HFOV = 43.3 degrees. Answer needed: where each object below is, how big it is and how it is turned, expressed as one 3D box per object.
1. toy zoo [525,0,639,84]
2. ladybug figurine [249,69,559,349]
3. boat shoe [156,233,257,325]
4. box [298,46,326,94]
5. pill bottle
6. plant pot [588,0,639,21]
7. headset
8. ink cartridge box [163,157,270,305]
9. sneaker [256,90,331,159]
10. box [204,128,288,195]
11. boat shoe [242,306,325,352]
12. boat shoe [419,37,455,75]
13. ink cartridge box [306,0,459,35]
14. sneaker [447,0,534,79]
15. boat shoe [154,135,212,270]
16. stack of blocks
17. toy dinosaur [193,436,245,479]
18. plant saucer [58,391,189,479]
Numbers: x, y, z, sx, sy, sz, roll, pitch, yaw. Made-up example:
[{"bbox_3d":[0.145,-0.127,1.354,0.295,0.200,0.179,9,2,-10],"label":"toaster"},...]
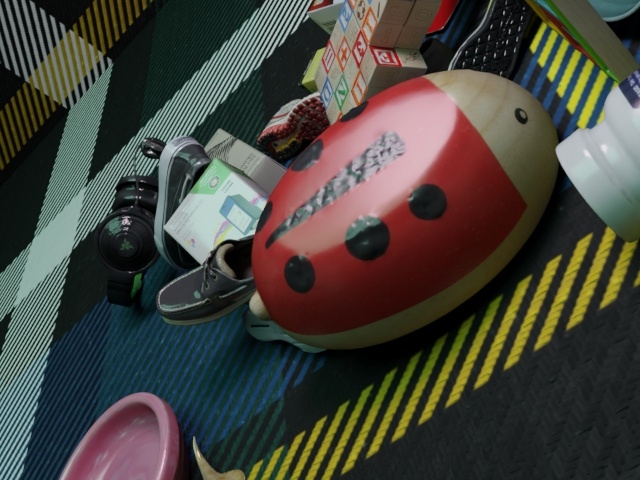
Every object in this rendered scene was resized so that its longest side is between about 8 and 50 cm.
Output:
[{"bbox_3d":[0.290,-0.310,1.026,0.030,0.192,0.293,-43,32,17],"label":"toy zoo"},{"bbox_3d":[0.082,-0.049,1.001,0.449,0.162,0.305,-41,53,5],"label":"ladybug figurine"},{"bbox_3d":[-0.128,0.043,1.196,0.285,0.092,0.102,-18,51,16],"label":"boat shoe"},{"bbox_3d":[0.058,-0.327,1.495,0.232,0.058,0.087,-5,56,53],"label":"box"},{"bbox_3d":[0.371,-0.120,0.765,0.265,0.153,0.153,-38,34,26],"label":"pill bottle"},{"bbox_3d":[0.389,-0.443,0.975,0.196,0.293,0.293,-27,31,-6],"label":"plant pot"},{"bbox_3d":[-0.342,-0.035,1.626,0.243,0.185,0.394,-85,10,-51],"label":"headset"},{"bbox_3d":[-0.132,-0.012,1.331,0.212,0.093,0.154,41,97,28],"label":"ink cartridge box"},{"bbox_3d":[-0.030,-0.236,1.500,0.225,0.088,0.092,-21,40,41],"label":"sneaker"},{"bbox_3d":[-0.149,-0.126,1.547,0.113,0.094,0.275,-56,30,0],"label":"box"},{"bbox_3d":[-0.033,0.104,1.171,0.076,0.083,0.226,-37,22,-30],"label":"boat shoe"},{"bbox_3d":[0.135,-0.281,1.337,0.184,0.063,0.066,-15,48,47],"label":"boat shoe"},{"bbox_3d":[0.160,-0.520,1.476,0.272,0.130,0.309,5,64,55],"label":"ink cartridge box"},{"bbox_3d":[0.252,-0.290,1.198,0.234,0.084,0.097,-58,7,-8],"label":"sneaker"},{"bbox_3d":[-0.230,-0.044,1.482,0.105,0.113,0.306,42,137,30],"label":"boat shoe"},{"bbox_3d":[0.093,-0.303,1.231,0.297,0.087,0.171,115,147,-45],"label":"stack of blocks"},{"bbox_3d":[-0.148,0.355,1.132,0.092,0.053,0.183,-46,35,-17],"label":"toy dinosaur"},{"bbox_3d":[-0.315,0.406,1.264,0.332,0.084,0.332,-36,35,30],"label":"plant saucer"}]
